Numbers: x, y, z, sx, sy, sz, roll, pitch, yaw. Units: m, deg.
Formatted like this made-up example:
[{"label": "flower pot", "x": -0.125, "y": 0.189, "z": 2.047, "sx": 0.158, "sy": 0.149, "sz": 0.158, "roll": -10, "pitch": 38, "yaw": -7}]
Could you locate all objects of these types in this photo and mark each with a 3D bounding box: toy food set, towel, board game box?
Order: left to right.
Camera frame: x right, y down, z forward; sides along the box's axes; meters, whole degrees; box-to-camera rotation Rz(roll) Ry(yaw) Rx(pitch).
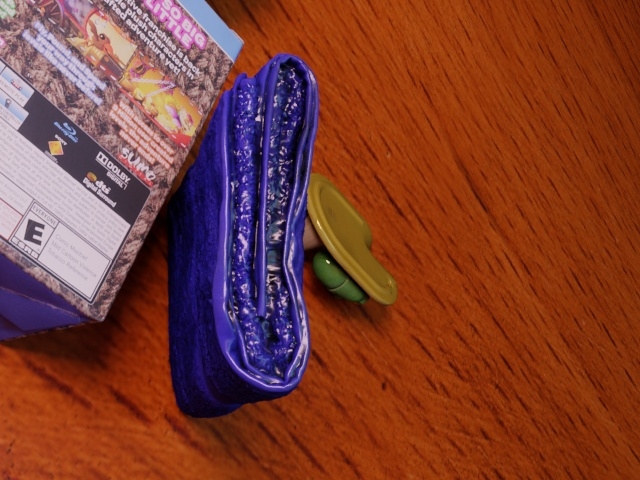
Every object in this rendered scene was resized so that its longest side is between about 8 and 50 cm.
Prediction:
[{"label": "board game box", "x": -0.224, "y": -0.112, "z": 0.620, "sx": 0.232, "sy": 0.141, "sz": 0.291, "roll": 45, "pitch": 49, "yaw": -32}, {"label": "towel", "x": -0.078, "y": 0.018, "z": 0.656, "sx": 0.076, "sy": 0.308, "sz": 0.227, "roll": 7, "pitch": 73, "yaw": -15}, {"label": "toy food set", "x": 0.000, "y": 0.000, "z": 0.917, "sx": 0.218, "sy": 0.071, "sz": 0.128, "roll": 48, "pitch": 24, "yaw": -33}]
